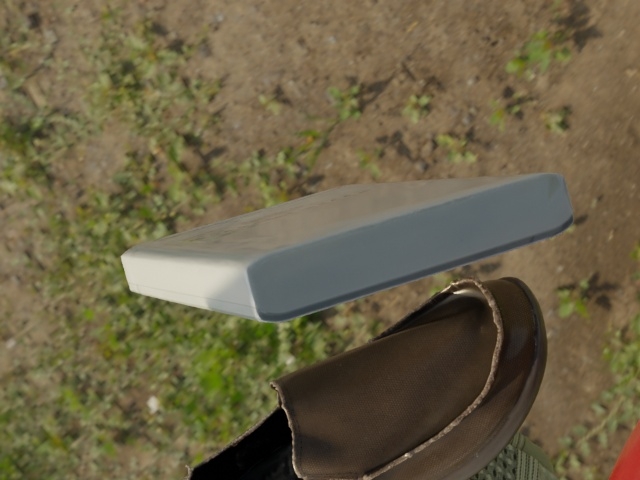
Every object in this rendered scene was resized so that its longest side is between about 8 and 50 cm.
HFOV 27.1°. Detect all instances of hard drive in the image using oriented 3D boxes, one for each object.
[{"bbox_3d":[0.000,0.000,1.008,0.353,0.233,0.047,-179,73,-69],"label":"hard drive"}]

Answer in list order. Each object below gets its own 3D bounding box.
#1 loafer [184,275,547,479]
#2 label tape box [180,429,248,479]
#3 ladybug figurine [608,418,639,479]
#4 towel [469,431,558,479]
[{"bbox_3d":[0.026,0.156,1.075,0.366,0.134,0.130,-43,133,19],"label":"loafer"},{"bbox_3d":[-0.089,0.320,1.611,0.249,0.347,0.115,-26,95,55],"label":"label tape box"},{"bbox_3d":[0.337,0.149,0.842,0.449,0.162,0.305,-51,44,17],"label":"ladybug figurine"},{"bbox_3d":[0.167,0.284,1.356,0.056,0.324,0.312,-33,126,29],"label":"towel"}]
